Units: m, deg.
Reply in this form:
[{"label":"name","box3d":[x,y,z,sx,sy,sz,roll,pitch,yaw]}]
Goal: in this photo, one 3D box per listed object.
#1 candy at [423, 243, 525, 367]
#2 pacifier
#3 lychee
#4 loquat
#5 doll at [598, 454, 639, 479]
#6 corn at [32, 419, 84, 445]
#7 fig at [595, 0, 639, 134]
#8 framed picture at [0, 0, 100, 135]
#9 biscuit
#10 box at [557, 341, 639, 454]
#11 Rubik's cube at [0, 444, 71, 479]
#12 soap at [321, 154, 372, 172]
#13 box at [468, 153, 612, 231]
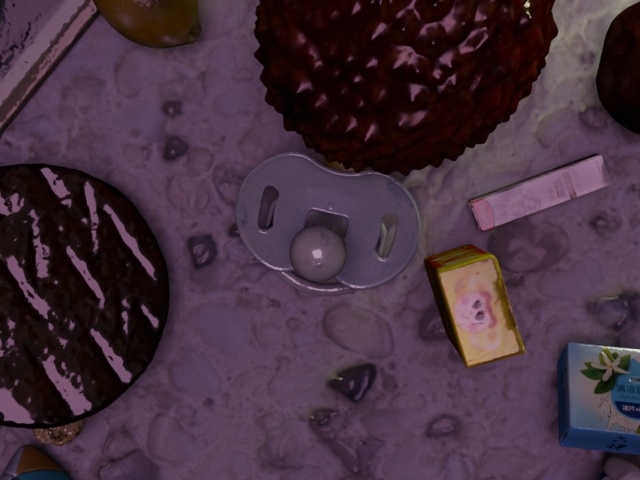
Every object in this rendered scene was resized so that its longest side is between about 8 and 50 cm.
[{"label":"candy","box3d":[0.218,0.088,1.446,0.088,0.276,0.146,-16,94,2]},{"label":"pacifier","box3d":[0.000,0.000,1.482,0.287,0.226,0.238,17,112,3]},{"label":"lychee","box3d":[0.117,-0.330,1.355,0.424,0.424,0.500,21,105,1]},{"label":"loquat","box3d":[-0.261,-0.374,1.509,0.195,0.152,0.152,41,94,-3]},{"label":"doll","box3d":[0.417,0.424,1.537,0.293,0.138,0.119,-32,51,2]},{"label":"corn","box3d":[-0.428,0.221,1.579,0.087,0.087,0.211,-8,93,3]},{"label":"fig","box3d":[0.578,-0.244,1.467,0.321,0.217,0.217,8,94,-16]},{"label":"framed picture","box3d":[-0.572,-0.347,1.582,0.326,0.028,0.446,40,94,0]},{"label":"biscuit","box3d":[-0.435,0.082,1.510,0.407,0.091,0.407,2,82,-17]},{"label":"box","box3d":[0.482,0.244,1.510,0.232,0.083,0.142,5,57,3]},{"label":"Rubik's cube","box3d":[-0.426,0.442,1.568,0.254,0.254,0.254,0,93,3]},{"label":"soap","box3d":[0.027,-0.170,1.561,0.089,0.033,0.168,-18,92,6]},{"label":"box","box3d":[0.340,-0.075,1.549,0.218,0.039,0.055,-21,94,4]}]
